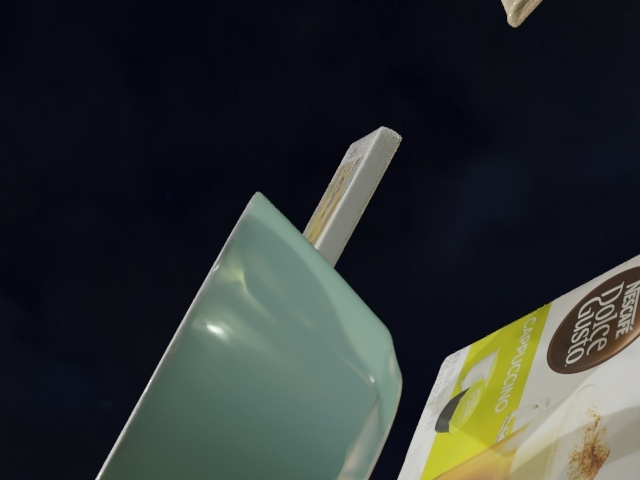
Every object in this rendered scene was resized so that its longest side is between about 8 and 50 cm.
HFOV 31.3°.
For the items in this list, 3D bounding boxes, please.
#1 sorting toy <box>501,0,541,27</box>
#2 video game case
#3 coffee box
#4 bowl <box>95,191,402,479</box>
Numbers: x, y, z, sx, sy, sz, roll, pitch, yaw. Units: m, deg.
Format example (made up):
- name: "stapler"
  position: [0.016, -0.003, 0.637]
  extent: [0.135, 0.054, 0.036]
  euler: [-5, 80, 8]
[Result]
- name: "sorting toy"
  position: [0.193, -0.285, 0.897]
  extent: [0.038, 0.208, 0.193]
  euler: [30, -60, -21]
- name: "video game case"
  position: [0.000, 0.000, 1.113]
  extent: [0.026, 0.206, 0.227]
  euler: [28, -92, -5]
- name: "coffee box"
  position: [0.301, 0.263, 1.070]
  extent: [0.338, 0.337, 0.334]
  euler: [44, -49, -14]
- name: "bowl"
  position: [-0.052, 0.137, 0.843]
  extent: [0.163, 0.311, 0.311]
  euler: [30, -70, -2]
